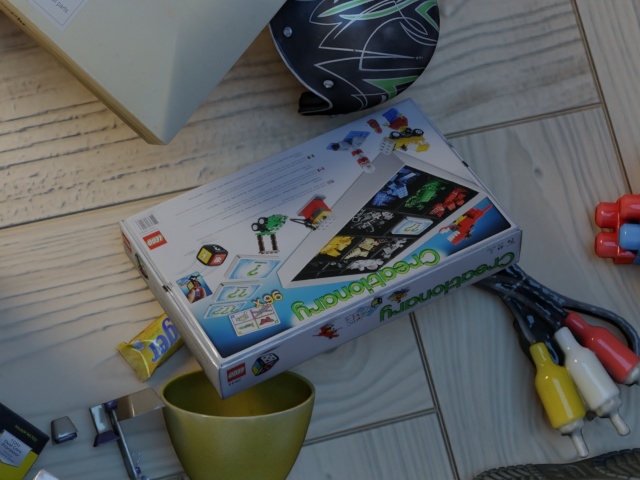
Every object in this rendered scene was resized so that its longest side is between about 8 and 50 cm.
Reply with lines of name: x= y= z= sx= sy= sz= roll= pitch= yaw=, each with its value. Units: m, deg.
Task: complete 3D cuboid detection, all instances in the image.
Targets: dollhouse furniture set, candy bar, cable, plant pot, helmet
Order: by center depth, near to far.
dollhouse furniture set: x=-0.170 y=0.177 z=1.580 sx=0.091 sy=0.114 sz=0.081 roll=-18 pitch=87 yaw=-20
plant pot: x=-0.071 y=0.175 z=1.607 sx=0.134 sy=0.134 sz=0.095 roll=-5 pitch=106 yaw=-15
candy bar: x=-0.113 y=0.062 z=1.668 sx=0.161 sy=0.018 sz=0.040 roll=-41 pitch=90 yaw=-18
helmet: x=0.026 y=-0.196 z=1.684 sx=0.169 sy=0.161 sz=0.169 roll=3 pitch=77 yaw=-13
cable: x=0.204 y=0.057 z=1.722 sx=0.139 sy=0.072 sz=0.287 roll=-36 pitch=88 yaw=-24

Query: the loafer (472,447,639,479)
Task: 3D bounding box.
loafer: x=0.259 y=0.248 z=1.695 sx=0.251 sy=0.094 sz=0.087 roll=-3 pitch=103 yaw=-6

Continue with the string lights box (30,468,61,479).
string lights box: x=-0.238 y=0.266 z=1.464 sx=0.076 sy=0.259 sz=0.133 roll=33 pitch=73 yaw=-5

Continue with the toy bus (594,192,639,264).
toy bus: x=0.371 y=-0.037 z=1.761 sx=0.211 sy=0.149 sz=0.220 roll=6 pitch=74 yaw=3

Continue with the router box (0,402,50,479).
router box: x=-0.340 y=0.172 z=1.558 sx=0.179 sy=0.046 sz=0.133 roll=35 pitch=60 yaw=-6

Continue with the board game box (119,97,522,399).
board game box: x=0.000 y=0.000 z=1.646 sx=0.305 sy=0.053 sz=0.193 roll=-24 pitch=54 yaw=-18

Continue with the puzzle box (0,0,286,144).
puzzle box: x=-0.195 y=-0.312 z=1.523 sx=0.409 sy=0.052 sz=0.272 roll=44 pitch=76 yaw=-19
